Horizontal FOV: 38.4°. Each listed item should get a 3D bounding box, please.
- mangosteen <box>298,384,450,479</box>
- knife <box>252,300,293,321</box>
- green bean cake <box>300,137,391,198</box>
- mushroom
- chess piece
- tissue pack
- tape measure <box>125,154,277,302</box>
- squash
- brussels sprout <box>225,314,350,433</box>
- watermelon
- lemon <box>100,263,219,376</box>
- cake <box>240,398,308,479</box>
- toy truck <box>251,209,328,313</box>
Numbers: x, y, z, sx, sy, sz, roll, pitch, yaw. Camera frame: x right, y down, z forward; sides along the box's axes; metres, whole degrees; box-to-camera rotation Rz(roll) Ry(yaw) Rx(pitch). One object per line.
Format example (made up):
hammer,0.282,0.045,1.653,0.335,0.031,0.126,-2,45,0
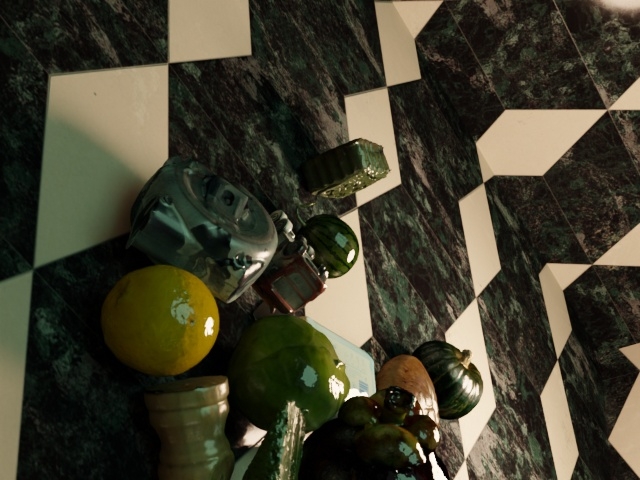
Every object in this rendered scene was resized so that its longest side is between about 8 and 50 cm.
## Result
mangosteen,0.093,0.444,1.711,0.330,0.330,0.330,41,37,-42
knife,-0.113,0.168,1.852,0.072,0.019,0.245,62,24,-9
green bean cake,0.065,-0.171,2.256,0.181,0.173,0.094,3,67,-64
mushroom,0.200,0.401,2.115,0.278,0.146,0.278,39,44,-52
chess piece,-0.196,0.370,1.458,0.137,0.137,0.300,-5,88,-62
tissue pack,0.017,0.286,1.923,0.263,0.089,0.177,34,44,-47
tape measure,-0.199,-0.022,1.603,0.256,0.147,0.275,34,23,-18
squash,0.315,0.353,2.330,0.218,0.172,0.218,45,33,-42
brussels sprout,-0.058,0.249,1.669,0.244,0.244,0.244,41,37,-42
watermelon,0.000,0.000,2.056,0.187,0.141,0.140,43,34,-17
lemon,-0.248,0.128,1.449,0.203,0.178,0.178,38,40,-50
cake,-0.090,0.375,1.491,0.100,0.099,0.235,57,37,-56
toy truck,-0.084,0.037,1.771,0.114,0.135,0.270,51,1,-29
